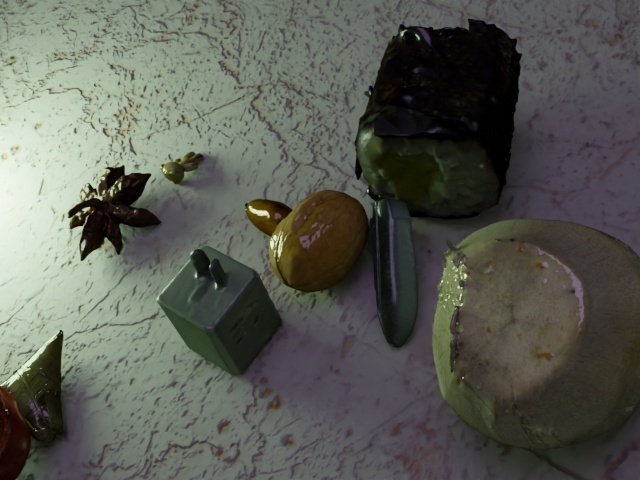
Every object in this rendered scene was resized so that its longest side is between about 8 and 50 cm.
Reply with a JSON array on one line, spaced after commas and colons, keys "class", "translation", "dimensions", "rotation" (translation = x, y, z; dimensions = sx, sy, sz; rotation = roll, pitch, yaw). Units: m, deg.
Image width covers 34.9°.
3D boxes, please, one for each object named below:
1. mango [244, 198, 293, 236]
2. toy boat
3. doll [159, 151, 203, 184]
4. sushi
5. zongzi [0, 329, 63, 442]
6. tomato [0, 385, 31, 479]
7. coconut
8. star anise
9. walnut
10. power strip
[{"class": "mango", "translation": [-0.090, -0.045, 1.927], "dimensions": [0.127, 0.077, 0.063], "rotation": [23, 61, 37]}, {"class": "toy boat", "translation": [0.123, 0.058, 1.763], "dimensions": [0.085, 0.078, 0.260], "rotation": [-22, 66, 49]}, {"class": "doll", "translation": [-0.283, -0.156, 2.084], "dimensions": [0.062, 0.051, 0.093], "rotation": [17, 60, 34]}, {"class": "sushi", "translation": [0.210, -0.206, 1.824], "dimensions": [0.281, 0.299, 0.294], "rotation": [14, 59, -1]}, {"class": "zongzi", "translation": [-0.482, 0.263, 1.825], "dimensions": [0.160, 0.078, 0.176], "rotation": [33, 66, 28]}, {"class": "tomato", "translation": [-0.579, 0.352, 1.750], "dimensions": [0.228, 0.101, 0.227], "rotation": [-12, 69, 34]}, {"class": "coconut", "translation": [0.337, 0.138, 1.513], "dimensions": [0.346, 0.360, 0.346], "rotation": [-7, 77, 31]}, {"class": "star anise", "translation": [-0.422, -0.067, 2.035], "dimensions": [0.196, 0.111, 0.212], "rotation": [-9, 46, 2]}, {"class": "walnut", "translation": [0.000, 0.000, 1.820], "dimensions": [0.159, 0.159, 0.206], "rotation": [24, 63, 30]}, {"class": "power strip", "translation": [-0.180, 0.106, 1.749], "dimensions": [0.139, 0.224, 0.140], "rotation": [27, 67, 31]}]
